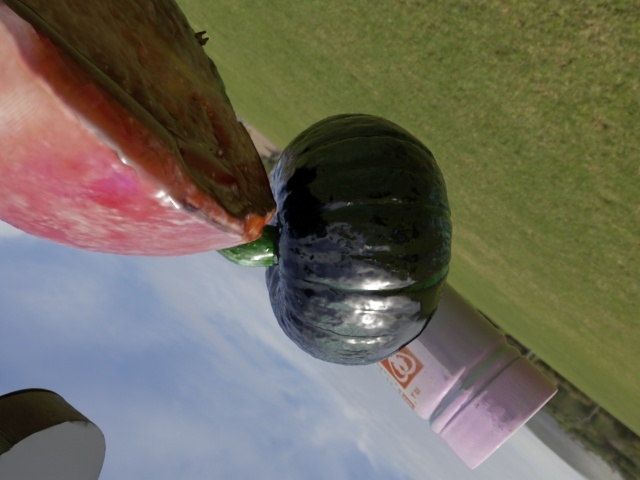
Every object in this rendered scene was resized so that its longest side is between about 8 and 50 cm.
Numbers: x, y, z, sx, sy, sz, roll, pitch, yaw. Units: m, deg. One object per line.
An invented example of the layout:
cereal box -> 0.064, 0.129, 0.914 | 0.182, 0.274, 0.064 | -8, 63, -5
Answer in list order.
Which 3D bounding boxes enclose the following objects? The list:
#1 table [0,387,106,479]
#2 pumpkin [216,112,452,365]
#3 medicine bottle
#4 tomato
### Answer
table -> -0.212, 0.169, 0.397 | 0.043, 0.133, 0.133 | 26, 177, 23
pumpkin -> 0.000, 0.000, 0.582 | 0.248, 0.248, 0.248 | 39, -178, -2
medicine bottle -> 0.218, 0.208, 1.024 | 0.316, 0.202, 0.202 | 47, -175, 25
tomato -> -0.180, -0.091, 0.427 | 0.309, 0.170, 0.309 | 50, -162, -22
